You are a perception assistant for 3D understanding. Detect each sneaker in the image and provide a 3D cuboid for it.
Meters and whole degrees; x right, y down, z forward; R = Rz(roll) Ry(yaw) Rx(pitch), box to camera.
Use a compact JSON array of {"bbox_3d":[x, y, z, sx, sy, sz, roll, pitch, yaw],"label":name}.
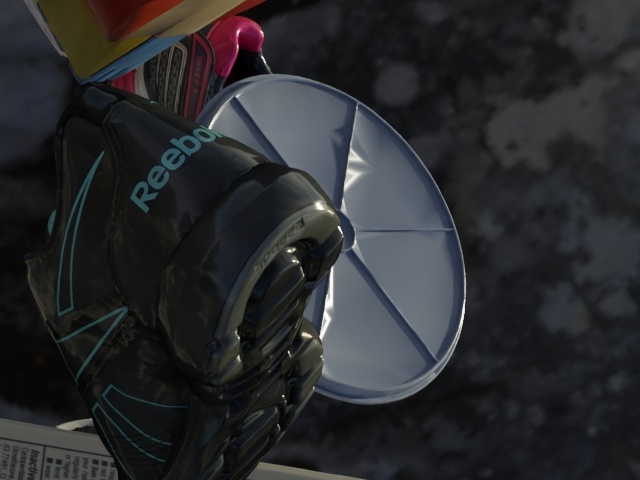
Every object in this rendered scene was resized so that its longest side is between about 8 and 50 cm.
[{"bbox_3d":[-0.042,-0.021,1.432,0.299,0.112,0.121,60,40,-15],"label":"sneaker"},{"bbox_3d":[-0.059,0.031,0.797,0.106,0.267,0.101,37,59,14],"label":"sneaker"}]

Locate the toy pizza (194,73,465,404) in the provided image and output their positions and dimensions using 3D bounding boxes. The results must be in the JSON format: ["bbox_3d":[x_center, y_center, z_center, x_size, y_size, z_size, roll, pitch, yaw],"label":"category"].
[{"bbox_3d":[0.000,0.000,1.112,0.201,0.032,0.201,22,53,-32],"label":"toy pizza"}]

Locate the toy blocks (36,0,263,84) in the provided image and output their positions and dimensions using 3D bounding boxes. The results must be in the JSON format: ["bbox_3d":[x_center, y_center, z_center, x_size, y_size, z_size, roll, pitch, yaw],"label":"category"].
[{"bbox_3d":[-0.053,-0.170,0.940,0.190,0.261,0.381,62,21,1],"label":"toy blocks"}]

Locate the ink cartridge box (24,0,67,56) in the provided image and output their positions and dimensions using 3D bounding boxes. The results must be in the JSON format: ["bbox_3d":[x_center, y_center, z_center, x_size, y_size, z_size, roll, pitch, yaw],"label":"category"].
[{"bbox_3d":[-0.097,-0.239,1.438,0.117,0.207,0.283,60,11,-6],"label":"ink cartridge box"}]

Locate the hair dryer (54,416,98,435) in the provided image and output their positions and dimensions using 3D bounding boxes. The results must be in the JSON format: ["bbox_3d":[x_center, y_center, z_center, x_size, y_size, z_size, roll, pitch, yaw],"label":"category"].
[{"bbox_3d":[-0.188,0.181,1.635,0.224,0.294,0.080,-10,91,-46],"label":"hair dryer"}]

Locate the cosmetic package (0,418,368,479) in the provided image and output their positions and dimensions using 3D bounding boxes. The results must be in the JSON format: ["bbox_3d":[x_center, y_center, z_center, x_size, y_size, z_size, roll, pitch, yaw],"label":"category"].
[{"bbox_3d":[-0.102,0.195,1.000,0.296,0.129,0.153,12,48,-10],"label":"cosmetic package"}]
